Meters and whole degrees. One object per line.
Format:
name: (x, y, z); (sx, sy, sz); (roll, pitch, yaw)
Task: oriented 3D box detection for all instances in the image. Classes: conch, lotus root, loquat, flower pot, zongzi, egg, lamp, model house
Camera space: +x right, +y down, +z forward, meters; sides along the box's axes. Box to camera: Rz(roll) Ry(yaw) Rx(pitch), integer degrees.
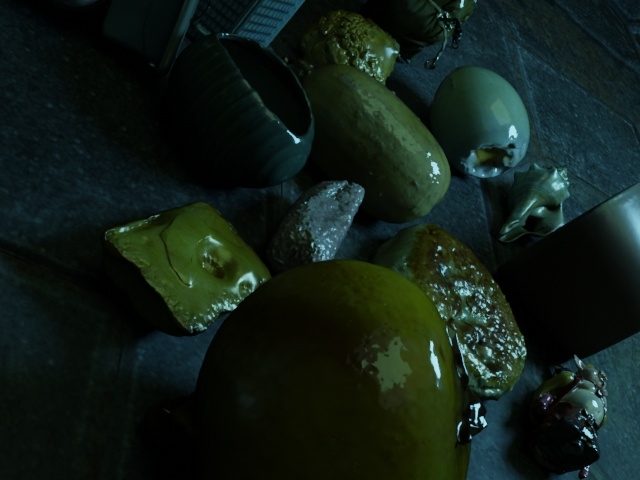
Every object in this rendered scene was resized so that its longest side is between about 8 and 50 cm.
conch: (0.421, -0.062, 1.895); (0.137, 0.114, 0.234); (29, 72, -7)
lotus root: (0.059, -0.169, 1.545); (0.343, 0.169, 0.151); (44, 27, -4)
loquat: (-0.009, 0.189, 1.010); (0.328, 0.359, 0.328); (-5, 90, -81)
flower pot: (-0.115, -0.183, 1.388); (0.189, 0.157, 0.243); (-12, 65, -50)
zongzi: (0.257, -0.516, 1.812); (0.181, 0.418, 0.447); (43, 2, -12)
egg: (0.299, -0.236, 1.859); (0.183, 0.183, 0.217); (16, 53, -37)
lamp: (0.396, 0.257, 1.524); (0.118, 0.118, 0.253); (45, 35, -2)
model house: (-0.124, -0.440, 1.594); (0.198, 0.224, 0.215); (25, 36, -32)

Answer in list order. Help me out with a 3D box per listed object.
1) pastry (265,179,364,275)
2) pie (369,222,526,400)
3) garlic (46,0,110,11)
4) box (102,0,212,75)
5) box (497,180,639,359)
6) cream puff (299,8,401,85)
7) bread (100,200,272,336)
pastry: (-0.012, -0.005, 1.368); (0.112, 0.103, 0.265); (30, 35, -11)
pie: (0.199, 0.109, 1.486); (0.315, 0.092, 0.315); (30, 36, -25)
garlic: (-0.386, -0.424, 1.362); (0.212, 0.218, 0.218); (-1, 44, 1)
box: (-0.219, -0.367, 1.407); (0.130, 0.227, 0.162); (23, 28, -12)
box: (0.485, 0.059, 1.680); (0.301, 0.301, 0.216); (-19, 78, -53)
cream puff: (0.061, -0.339, 1.763); (0.189, 0.129, 0.189); (26, 42, -26)
bread: (-0.161, 0.036, 1.180); (0.160, 0.088, 0.233); (55, 32, 5)
